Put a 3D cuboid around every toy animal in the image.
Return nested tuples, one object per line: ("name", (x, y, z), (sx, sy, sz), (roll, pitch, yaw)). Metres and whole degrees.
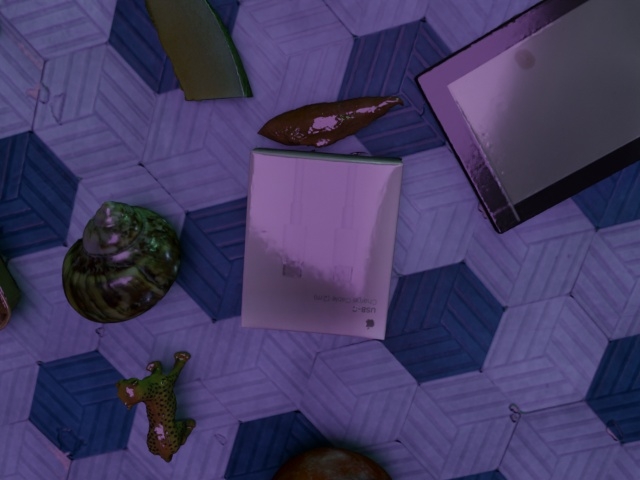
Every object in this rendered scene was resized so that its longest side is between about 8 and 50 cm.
("toy animal", (-0.239, 0.264, 0.828), (0.073, 0.136, 0.181), (-3, 102, 3))

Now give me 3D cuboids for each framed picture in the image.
("framed picture", (0.342, -0.200, 0.771), (0.347, 0.016, 0.264), (-30, 98, 8))

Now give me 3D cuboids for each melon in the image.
("melon", (-0.189, -0.293, 0.772), (0.114, 0.053, 0.261), (-30, 95, 26))

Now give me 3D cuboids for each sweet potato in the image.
("sweet potato", (0.013, -0.163, 0.768), (0.206, 0.060, 0.068), (-15, 67, 11))

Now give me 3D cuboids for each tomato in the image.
("tomato", (-0.004, 0.400, 0.845), (0.233, 0.139, 0.200), (9, 112, -34))

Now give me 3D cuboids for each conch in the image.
("conch", (-0.294, 0.030, 0.791), (0.188, 0.124, 0.181), (6, 99, 9))

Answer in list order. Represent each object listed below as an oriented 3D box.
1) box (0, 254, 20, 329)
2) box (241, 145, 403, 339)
("box", (-0.521, 0.058, 0.816), (0.111, 0.111, 0.177), (-23, 99, 7))
("box", (0.000, 0.000, 0.784), (0.203, 0.106, 0.251), (5, 103, 0))
